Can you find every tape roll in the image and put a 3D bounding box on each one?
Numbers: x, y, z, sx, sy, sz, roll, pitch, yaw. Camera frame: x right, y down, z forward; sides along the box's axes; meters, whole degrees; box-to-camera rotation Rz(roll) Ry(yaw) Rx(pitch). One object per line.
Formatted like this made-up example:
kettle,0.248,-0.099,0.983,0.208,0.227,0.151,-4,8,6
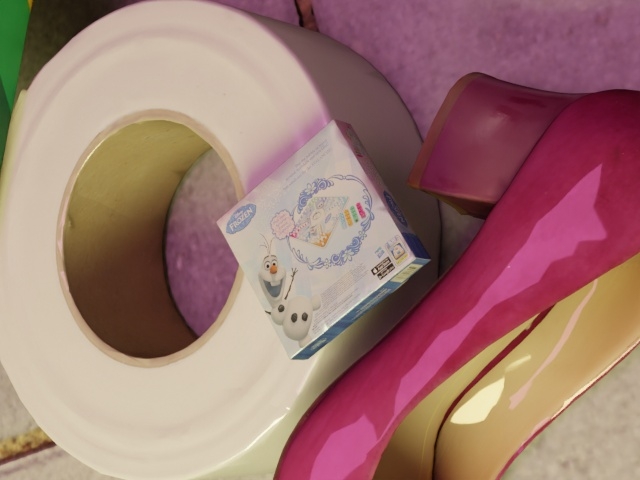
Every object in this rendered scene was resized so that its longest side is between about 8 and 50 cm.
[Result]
tape roll,-0.073,0.000,0.915,0.286,0.100,0.286,-3,86,36

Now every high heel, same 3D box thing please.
high heel,0.090,0.101,0.770,0.181,0.127,0.377,20,96,42

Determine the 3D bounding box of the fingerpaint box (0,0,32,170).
fingerpaint box,-0.370,-0.198,1.044,0.444,0.163,0.371,16,96,49

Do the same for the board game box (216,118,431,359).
board game box,0.000,0.000,0.789,0.090,0.020,0.090,-40,66,23
